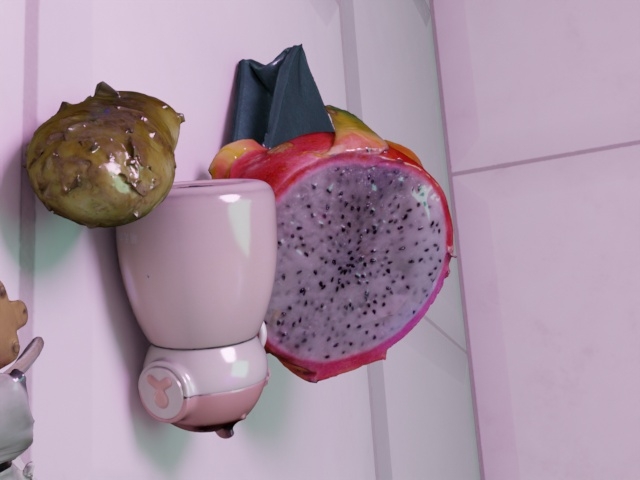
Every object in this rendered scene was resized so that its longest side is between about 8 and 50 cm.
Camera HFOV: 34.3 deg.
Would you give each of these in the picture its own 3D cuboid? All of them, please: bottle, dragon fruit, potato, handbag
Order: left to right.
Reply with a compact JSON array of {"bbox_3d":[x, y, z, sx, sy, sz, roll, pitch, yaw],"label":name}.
[{"bbox_3d":[-0.173,-0.076,0.859,0.225,0.117,0.090,-80,-168,-68],"label":"potato"},{"bbox_3d":[-0.110,0.065,0.959,0.147,0.147,0.237,-24,113,-73],"label":"bottle"},{"bbox_3d":[-0.031,-0.071,1.377,0.238,0.089,0.326,-82,158,-43],"label":"handbag"},{"bbox_3d":[0.000,0.000,1.160,0.189,0.290,0.291,43,-24,58],"label":"dragon fruit"}]

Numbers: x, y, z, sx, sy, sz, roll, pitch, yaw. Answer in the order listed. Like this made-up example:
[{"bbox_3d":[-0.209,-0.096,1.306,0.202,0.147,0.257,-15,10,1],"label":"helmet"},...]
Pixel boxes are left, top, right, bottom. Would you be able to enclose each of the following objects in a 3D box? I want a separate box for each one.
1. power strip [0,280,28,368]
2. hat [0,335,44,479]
[{"bbox_3d":[-0.264,0.079,0.601,0.305,0.044,0.064,-37,117,-73],"label":"power strip"},{"bbox_3d":[-0.210,0.183,0.600,0.301,0.168,0.258,-132,-151,-73],"label":"hat"}]
